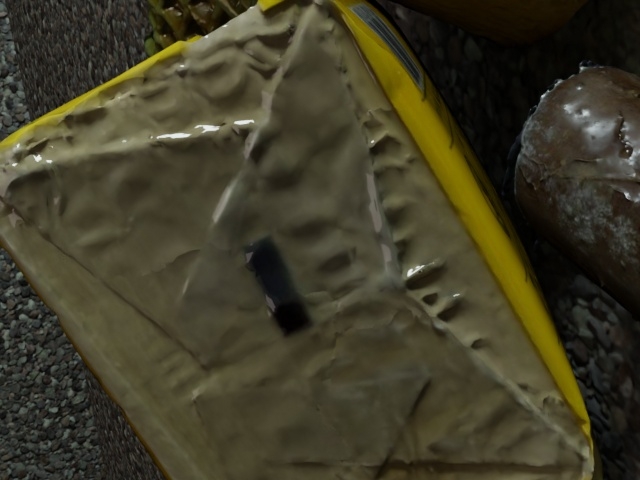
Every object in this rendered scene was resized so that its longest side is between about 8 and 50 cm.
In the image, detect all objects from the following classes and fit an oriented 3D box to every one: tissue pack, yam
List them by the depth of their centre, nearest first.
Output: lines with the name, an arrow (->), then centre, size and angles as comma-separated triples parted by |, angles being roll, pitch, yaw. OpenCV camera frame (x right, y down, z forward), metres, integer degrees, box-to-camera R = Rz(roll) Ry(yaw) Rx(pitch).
yam -> 0.228, 0.015, 0.568 | 0.279, 0.131, 0.131 | 48, 144, 42
tissue pack -> 0.000, 0.000, 0.656 | 0.293, 0.228, 0.382 | 57, -167, -9

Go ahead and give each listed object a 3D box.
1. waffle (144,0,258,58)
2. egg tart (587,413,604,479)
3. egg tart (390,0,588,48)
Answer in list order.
waffle -> -0.117, -0.211, 1.182 | 0.317, 0.073, 0.297 | 11, 120, 54
egg tart -> 0.141, 0.172, 0.853 | 0.241, 0.106, 0.241 | 166, 90, -68
egg tart -> 0.088, -0.237, 0.648 | 0.215, 0.171, 0.215 | -5, 84, 61
